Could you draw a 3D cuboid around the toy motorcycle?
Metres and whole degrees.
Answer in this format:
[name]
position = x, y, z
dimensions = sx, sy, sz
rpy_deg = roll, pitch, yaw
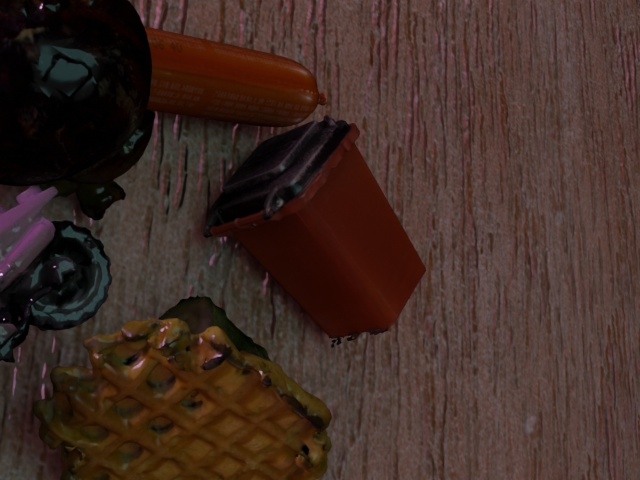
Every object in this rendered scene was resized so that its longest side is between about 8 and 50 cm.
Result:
[toy motorcycle]
position = -0.342, 0.054, 0.907
dimensions = 0.327, 0.143, 0.188
rpy_deg = -36, 99, -28

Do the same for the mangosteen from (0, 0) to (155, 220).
[mangosteen]
position = -0.270, -0.128, 1.030
dimensions = 0.231, 0.231, 0.289
rpy_deg = -56, 152, -40

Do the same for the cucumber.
[cucumber]
position = -0.084, 0.172, 1.128
dimensions = 0.244, 0.134, 0.134
rpy_deg = 41, 51, -30

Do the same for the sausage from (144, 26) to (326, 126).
[sausage]
position = -0.114, -0.185, 1.253
dimensions = 0.312, 0.093, 0.092
rpy_deg = 3, 73, -43

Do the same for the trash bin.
[trash bin]
position = 0.000, 0.000, 1.249
dimensions = 0.238, 0.161, 0.184
rpy_deg = 55, 47, -19

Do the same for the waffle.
[waffle]
position = -0.123, 0.183, 1.007
dimensions = 0.281, 0.262, 0.060
rpy_deg = -3, 35, -10
